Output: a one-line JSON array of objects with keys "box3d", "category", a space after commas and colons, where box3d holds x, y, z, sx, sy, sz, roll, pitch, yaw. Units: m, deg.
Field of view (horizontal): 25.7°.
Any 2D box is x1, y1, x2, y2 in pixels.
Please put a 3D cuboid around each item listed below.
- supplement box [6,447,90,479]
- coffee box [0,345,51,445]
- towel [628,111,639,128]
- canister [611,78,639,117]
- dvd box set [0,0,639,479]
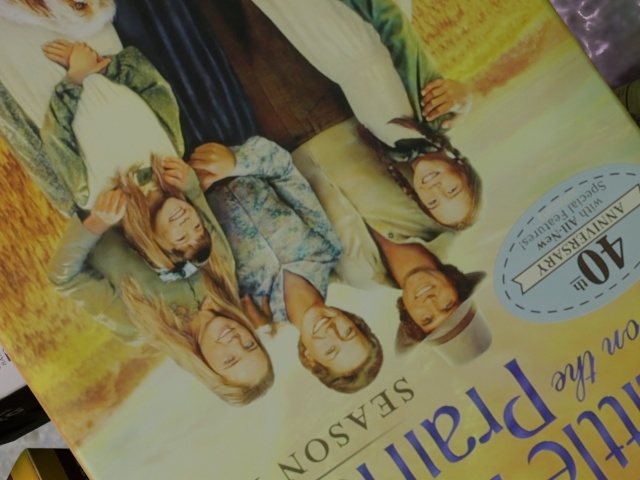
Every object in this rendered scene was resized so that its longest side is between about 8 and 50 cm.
[{"box3d": [-0.123, 0.246, 0.905, 0.191, 0.194, 0.129, -58, 46, 24], "category": "supplement box"}, {"box3d": [-0.150, 0.025, 0.835, 0.297, 0.168, 0.119, -29, 81, 23], "category": "coffee box"}, {"box3d": [0.159, 0.094, 0.780, 0.312, 0.056, 0.324, 37, 124, 17], "category": "towel"}, {"box3d": [0.166, -0.025, 0.810, 0.170, 0.073, 0.126, -18, 85, 35], "category": "canister"}, {"box3d": [0.000, 0.000, 0.666, 0.307, 0.062, 0.420, -33, 85, -5], "category": "dvd box set"}]
